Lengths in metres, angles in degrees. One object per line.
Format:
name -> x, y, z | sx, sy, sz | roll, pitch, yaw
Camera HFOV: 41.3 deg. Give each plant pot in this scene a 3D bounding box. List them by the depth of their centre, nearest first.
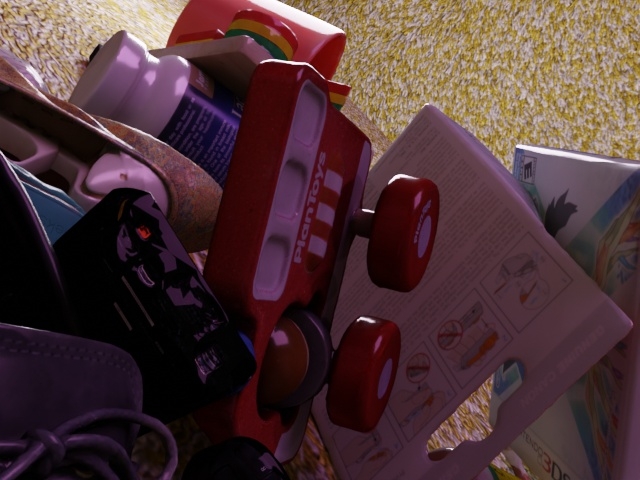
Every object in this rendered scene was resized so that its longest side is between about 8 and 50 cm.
plant pot -> -0.125, -0.320, 1.514 | 0.243, 0.275, 0.275 | 35, 14, 5

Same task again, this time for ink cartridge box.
ink cartridge box -> 0.112, 0.077, 0.858 | 0.091, 0.308, 0.385 | 29, 20, -37

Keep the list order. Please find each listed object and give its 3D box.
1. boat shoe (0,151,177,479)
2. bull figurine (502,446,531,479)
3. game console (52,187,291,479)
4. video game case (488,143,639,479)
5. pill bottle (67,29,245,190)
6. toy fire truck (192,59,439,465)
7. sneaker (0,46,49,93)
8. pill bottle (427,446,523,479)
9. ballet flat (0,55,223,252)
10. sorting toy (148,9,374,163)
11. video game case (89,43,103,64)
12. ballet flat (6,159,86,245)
boat shoe -> -0.162, 0.113, 0.384 | 0.187, 0.156, 0.500 | 27, 22, -49
bull figurine -> 0.307, 0.281, 0.910 | 0.101, 0.310, 0.188 | -14, 71, -20
game console -> -0.064, 0.149, 0.533 | 0.044, 0.213, 0.361 | -30, 88, -32
video game case -> 0.240, 0.080, 0.820 | 0.036, 0.329, 0.300 | 2, 10, -9
pill bottle -> -0.167, -0.131, 1.045 | 0.265, 0.153, 0.153 | 33, 18, -30
toy fire truck -> -0.030, 0.034, 0.672 | 0.169, 0.302, 0.254 | 15, -2, 20
sneaker -> -0.377, -0.183, 0.833 | 0.237, 0.085, 0.086 | 34, -10, -15
pill bottle -> 0.175, 0.284, 0.807 | 0.208, 0.117, 0.117 | 32, 18, -30
ballet flat -> -0.240, -0.070, 0.773 | 0.348, 0.123, 0.123 | 31, 17, -15
sorting toy -> -0.082, -0.202, 1.141 | 0.255, 0.089, 0.257 | 7, -23, 46
video game case -> -0.210, -0.160, 1.241 | 0.275, 0.035, 0.248 | 33, 18, -31
ballet flat -> -0.278, -0.044, 0.635 | 0.087, 0.083, 0.247 | 0, -30, 34
